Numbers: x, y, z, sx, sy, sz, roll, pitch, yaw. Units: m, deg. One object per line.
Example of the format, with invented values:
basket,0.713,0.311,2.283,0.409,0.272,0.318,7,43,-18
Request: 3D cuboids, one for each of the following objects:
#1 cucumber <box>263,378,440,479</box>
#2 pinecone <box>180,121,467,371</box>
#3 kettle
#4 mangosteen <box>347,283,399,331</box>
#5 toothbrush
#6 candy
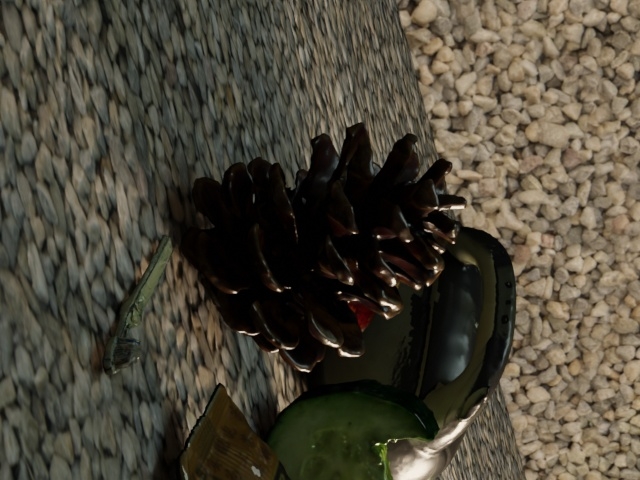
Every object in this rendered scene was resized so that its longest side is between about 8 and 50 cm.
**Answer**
cucumber,0.028,0.241,2.152,0.130,0.191,0.191,0,79,-76
pinecone,0.000,0.000,1.976,0.244,0.309,0.244,44,27,-29
kettle,0.119,0.136,2.361,0.228,0.321,0.324,31,45,-30
mangosteen,0.017,0.029,2.255,0.146,0.181,0.156,38,34,-2
toothbrush,-0.161,0.053,1.766,0.294,0.028,0.026,-84,161,-69
candy,-0.066,0.265,1.851,0.143,0.101,0.271,-76,147,-51
